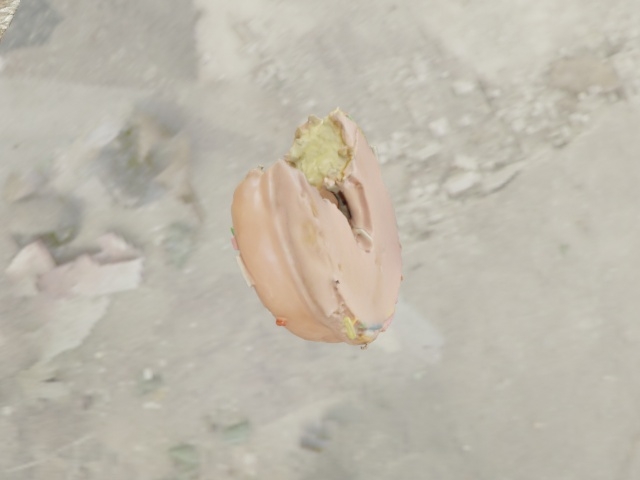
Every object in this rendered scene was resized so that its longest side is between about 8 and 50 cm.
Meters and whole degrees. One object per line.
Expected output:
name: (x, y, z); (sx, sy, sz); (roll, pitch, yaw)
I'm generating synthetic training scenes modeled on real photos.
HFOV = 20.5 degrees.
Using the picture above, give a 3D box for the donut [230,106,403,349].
donut: (0.000, 0.000, 1.565); (0.085, 0.233, 0.199); (-15, 103, 24)

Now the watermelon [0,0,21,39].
watermelon: (-0.334, -0.130, 1.477); (0.140, 0.256, 0.193); (26, 42, -23)
